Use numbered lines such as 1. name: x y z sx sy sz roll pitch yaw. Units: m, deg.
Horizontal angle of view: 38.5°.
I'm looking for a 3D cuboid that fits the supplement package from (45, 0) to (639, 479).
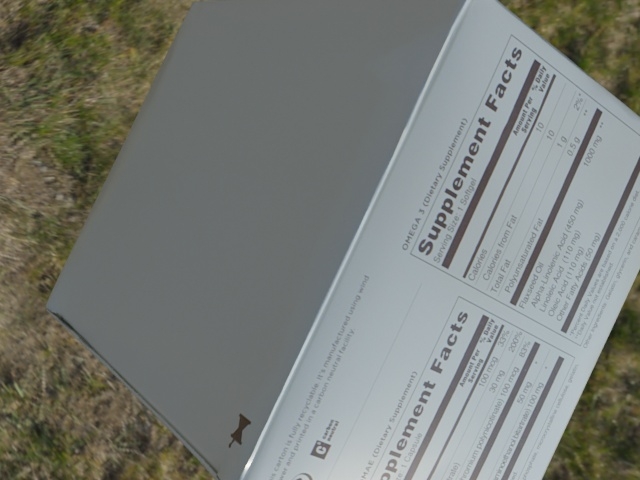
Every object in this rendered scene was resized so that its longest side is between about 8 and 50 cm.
1. supplement package: 0.000 0.000 0.459 0.145 0.262 0.204 27 87 -33
